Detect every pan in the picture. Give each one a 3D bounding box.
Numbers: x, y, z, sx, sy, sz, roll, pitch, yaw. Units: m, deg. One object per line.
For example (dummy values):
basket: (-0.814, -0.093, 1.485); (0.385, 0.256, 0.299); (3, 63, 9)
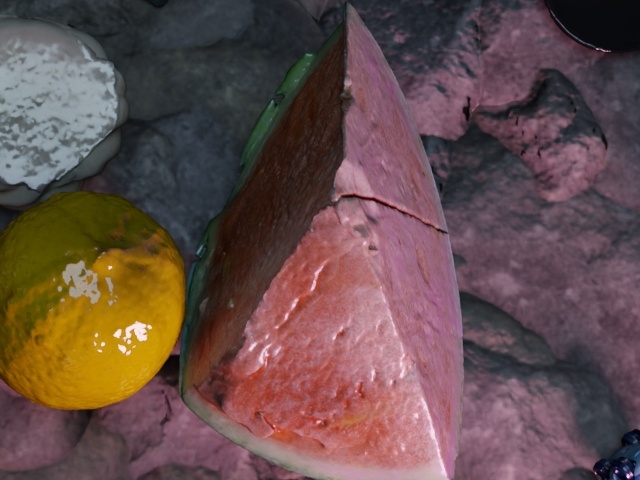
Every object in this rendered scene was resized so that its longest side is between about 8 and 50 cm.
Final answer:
pan: (0.290, -0.284, 1.832); (0.136, 0.028, 0.235); (21, 75, -4)

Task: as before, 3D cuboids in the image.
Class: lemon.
lemon: (-0.198, 0.048, 1.565); (0.180, 0.193, 0.181); (-2, 50, 2)

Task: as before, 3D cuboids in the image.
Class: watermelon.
watermelon: (-0.018, 0.022, 1.614); (0.222, 0.319, 0.292); (-16, 34, 15)

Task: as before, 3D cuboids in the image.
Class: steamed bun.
steamed bun: (-0.257, -0.104, 1.646); (0.182, 0.106, 0.183); (2, 77, -10)

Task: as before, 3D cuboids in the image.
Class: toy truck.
toy truck: (0.290, 0.214, 1.669); (0.056, 0.073, 0.090); (-38, 97, -17)

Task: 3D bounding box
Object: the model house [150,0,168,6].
model house: (-0.160, -0.399, 1.673); (0.280, 0.249, 0.230); (39, 71, 3)
